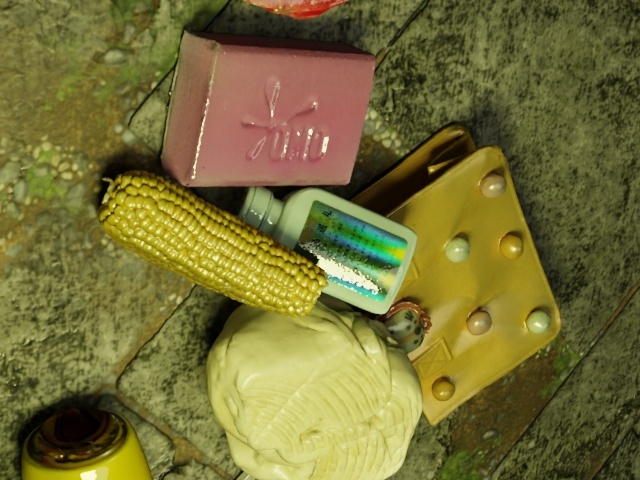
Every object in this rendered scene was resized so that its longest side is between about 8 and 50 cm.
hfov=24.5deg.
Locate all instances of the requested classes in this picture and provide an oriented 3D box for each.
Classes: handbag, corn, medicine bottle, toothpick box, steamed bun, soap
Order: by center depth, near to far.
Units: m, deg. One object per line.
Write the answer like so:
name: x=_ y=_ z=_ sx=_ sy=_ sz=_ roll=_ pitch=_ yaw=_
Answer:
corn: x=-0.139 y=0.005 z=1.783 sx=0.310 sy=0.101 sz=0.101 roll=28 pitch=93 yaw=-20
soap: x=-0.061 y=-0.159 z=1.824 sx=0.259 sy=0.081 sz=0.181 roll=0 pitch=112 yaw=-39
toothpick box: x=-0.282 y=0.347 z=1.843 sx=0.175 sy=0.175 sz=0.271 roll=-23 pitch=122 yaw=-28
medicine bottle: x=0.000 y=0.000 z=1.889 sx=0.229 sy=0.083 sz=0.121 roll=23 pitch=87 yaw=-12
steamed bun: x=-0.026 y=0.184 z=1.954 sx=0.289 sy=0.203 sz=0.276 roll=2 pitch=120 yaw=-25
handbag: x=0.182 y=0.061 z=2.110 sx=0.283 sy=0.133 sz=0.401 roll=-35 pitch=129 yaw=-14

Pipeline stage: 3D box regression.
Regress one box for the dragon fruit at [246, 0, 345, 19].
dragon fruit: x=-0.039 y=-0.448 z=1.592 sx=0.371 sy=0.249 sz=0.386 roll=-8 pitch=113 yaw=-19

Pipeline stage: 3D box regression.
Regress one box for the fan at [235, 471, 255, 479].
fan: x=-0.056 y=0.280 z=2.085 sx=0.282 sy=0.057 sz=0.023 roll=-45 pitch=147 yaw=-5
